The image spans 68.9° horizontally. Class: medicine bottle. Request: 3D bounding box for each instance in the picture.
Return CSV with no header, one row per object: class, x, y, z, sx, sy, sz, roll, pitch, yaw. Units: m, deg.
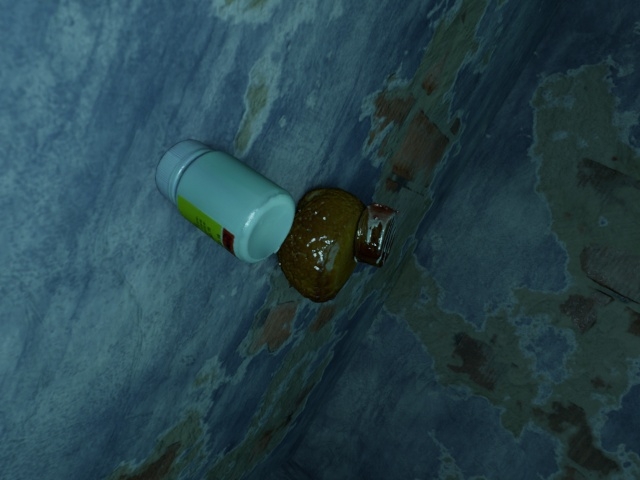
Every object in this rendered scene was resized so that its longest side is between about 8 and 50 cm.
medicine bottle,-0.164,-0.072,0.803,0.139,0.225,0.139,-43,153,-28

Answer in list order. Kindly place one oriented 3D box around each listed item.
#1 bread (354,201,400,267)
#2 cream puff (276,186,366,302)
bread,0.141,-0.013,1.169,0.160,0.073,0.161,-49,148,-47
cream puff,0.000,0.000,1.226,0.303,0.212,0.303,-47,150,-38
